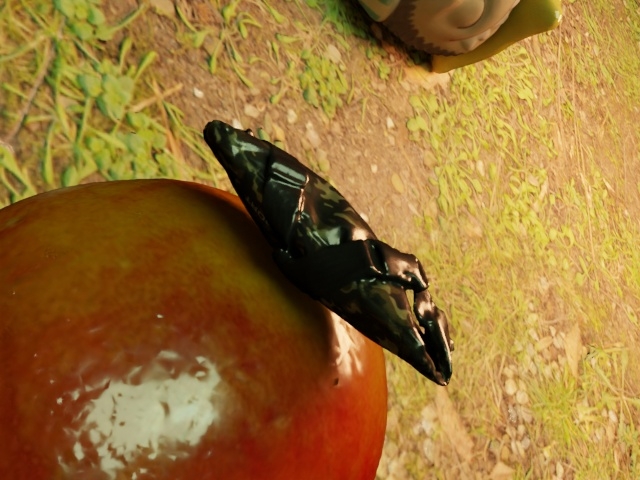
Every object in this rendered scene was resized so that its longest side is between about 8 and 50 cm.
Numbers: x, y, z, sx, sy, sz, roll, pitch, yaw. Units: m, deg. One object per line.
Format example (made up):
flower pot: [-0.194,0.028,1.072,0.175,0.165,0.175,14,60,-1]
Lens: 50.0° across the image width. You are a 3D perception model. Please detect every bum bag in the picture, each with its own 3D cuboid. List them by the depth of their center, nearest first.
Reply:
bum bag: [-0.001,0.000,0.460,0.248,0.069,0.102,43,15,14]

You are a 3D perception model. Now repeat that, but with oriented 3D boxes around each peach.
peach: [-0.121,0.097,0.496,0.380,0.242,0.306,-36,104,-45]

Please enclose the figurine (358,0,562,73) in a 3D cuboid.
figurine: [0.151,-0.472,0.982,0.377,0.266,0.362,27,51,-34]
